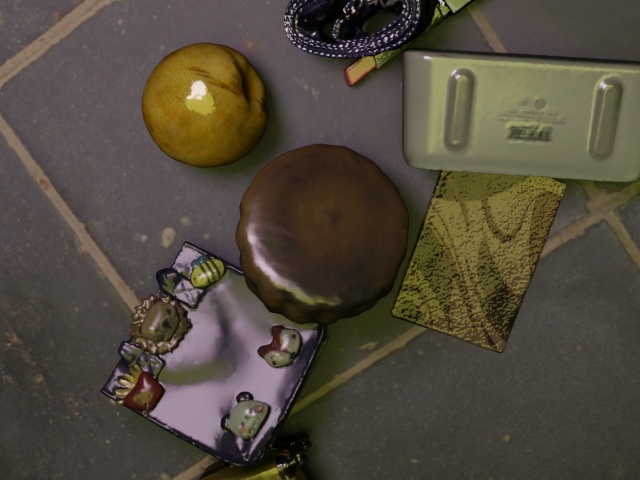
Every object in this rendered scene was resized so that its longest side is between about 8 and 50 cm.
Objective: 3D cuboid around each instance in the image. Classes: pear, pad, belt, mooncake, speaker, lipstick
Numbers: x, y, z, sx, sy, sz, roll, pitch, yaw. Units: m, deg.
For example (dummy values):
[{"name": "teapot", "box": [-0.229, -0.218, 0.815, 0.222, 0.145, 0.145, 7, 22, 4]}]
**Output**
[{"name": "pear", "box": [-0.195, -0.219, 1.432, 0.208, 0.209, 0.209, 1, 101, 5]}, {"name": "pad", "box": [0.276, 0.019, 1.533, 0.219, 0.004, 0.330, 18, 102, 2]}, {"name": "belt", "box": [0.066, -0.366, 1.395, 0.230, 0.126, 0.140, -3, 103, 23]}, {"name": "mooncake", "box": [0.000, 0.000, 1.430, 0.290, 0.161, 0.291, 2, 71, -7]}, {"name": "speaker", "box": [0.330, -0.206, 1.400, 0.405, 0.183, 0.184, 4, 106, 4]}, {"name": "lipstick", "box": [0.162, -0.362, 1.447, 0.312, 0.051, 0.051, -35, 96, 11]}]

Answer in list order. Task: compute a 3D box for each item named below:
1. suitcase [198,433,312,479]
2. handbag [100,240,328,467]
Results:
[{"name": "suitcase", "box": [-0.100, 0.477, 1.584, 0.234, 0.143, 0.194, -22, 99, 8]}, {"name": "handbag", "box": [-0.182, 0.196, 1.502, 0.329, 0.122, 0.303, 28, 79, 2]}]
